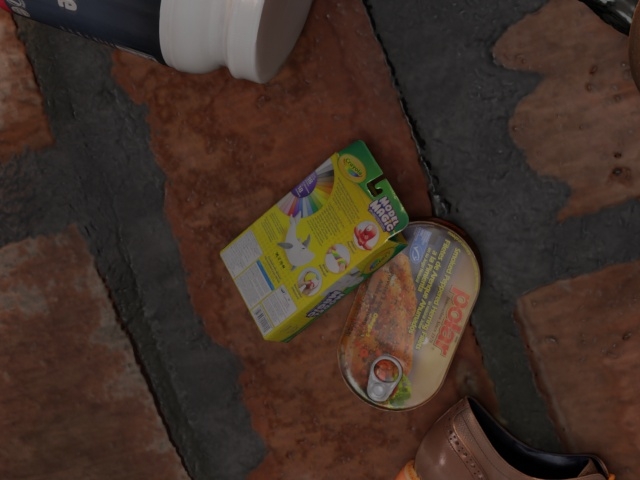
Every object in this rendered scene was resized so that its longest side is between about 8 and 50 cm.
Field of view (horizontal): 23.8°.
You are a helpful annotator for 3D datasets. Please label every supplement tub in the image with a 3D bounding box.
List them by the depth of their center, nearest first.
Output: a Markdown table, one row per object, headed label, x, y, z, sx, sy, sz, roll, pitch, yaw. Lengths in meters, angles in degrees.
| label | x | y | z | sx | sy | sz | roll | pitch | yaw |
| --- | --- | --- | --- | --- | --- | --- | --- | --- | --- |
| supplement tub | -0.148 | -0.255 | 1.299 | 0.272 | 0.191 | 0.191 | 19 | 109 | 10 |

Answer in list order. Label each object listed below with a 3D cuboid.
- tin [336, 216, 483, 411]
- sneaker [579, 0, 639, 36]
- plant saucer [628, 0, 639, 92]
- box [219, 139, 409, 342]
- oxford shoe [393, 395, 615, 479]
| label | x | y | z | sx | sy | sz | roll | pitch | yaw |
| --- | --- | --- | --- | --- | --- | --- | --- | --- | --- |
| tin | 0.084 | 0.068 | 1.404 | 0.106 | 0.040 | 0.190 | 25 | 109 | 12 |
| sneaker | 0.212 | -0.256 | 1.230 | 0.286 | 0.109 | 0.130 | 20 | 99 | -19 |
| plant saucer | 0.341 | -0.171 | 1.205 | 0.198 | 0.036 | 0.199 | -12 | 129 | -15 |
| box | 0.000 | 0.000 | 1.386 | 0.179 | 0.043 | 0.105 | -40 | 64 | 23 |
| oxford shoe | 0.244 | 0.277 | 1.370 | 0.363 | 0.130 | 0.133 | 31 | 104 | 6 |
